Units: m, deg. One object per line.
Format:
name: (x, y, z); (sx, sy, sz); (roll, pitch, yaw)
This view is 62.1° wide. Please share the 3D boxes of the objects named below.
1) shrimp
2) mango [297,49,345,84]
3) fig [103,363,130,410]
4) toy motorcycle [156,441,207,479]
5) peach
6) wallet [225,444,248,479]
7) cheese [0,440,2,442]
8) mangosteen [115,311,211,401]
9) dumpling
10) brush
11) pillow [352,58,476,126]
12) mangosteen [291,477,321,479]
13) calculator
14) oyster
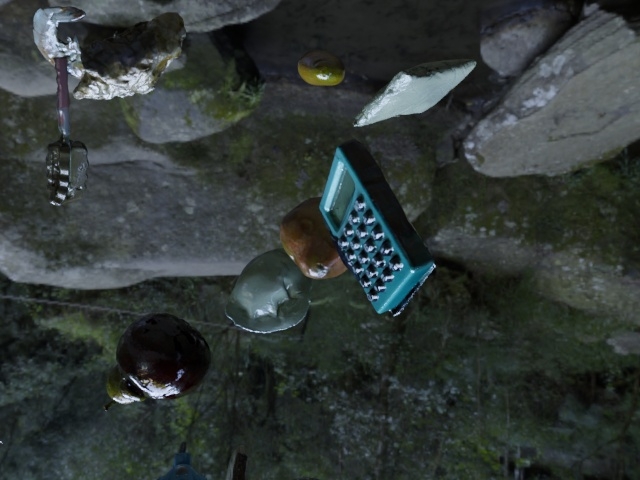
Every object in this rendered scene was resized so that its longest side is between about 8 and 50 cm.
shrimp: (-0.663, -0.563, 1.505); (0.361, 0.085, 0.247); (-3, 146, 26)
mango: (0.006, -0.500, 1.551); (0.136, 0.099, 0.227); (2, -157, -12)
fig: (-0.682, 0.520, 1.878); (0.142, 0.147, 0.186); (19, 139, 6)
toy motorcycle: (-0.345, 0.650, 1.299); (0.124, 0.271, 0.182); (4, -176, -14)
peach: (0.000, 0.000, 1.375); (0.215, 0.214, 0.235); (-1, -147, -9)
wallet: (-0.182, 0.606, 1.137); (0.068, 0.335, 0.275); (7, 166, -10)
cheese: (-0.931, 0.452, 1.396); (0.155, 0.244, 0.062); (-23, -156, 51)
mangosteen: (-0.366, 0.270, 1.204); (0.216, 0.215, 0.216); (-1, 177, 0)
dumpling: (-0.182, 0.171, 1.966); (0.270, 0.320, 0.212); (32, -176, -23)
brush: (-0.513, -0.215, 1.071); (0.071, 0.300, 0.084); (14, -156, 7)
pillow: (0.263, -0.425, 1.514); (0.281, 0.076, 0.274); (-19, 173, -29)
mangosteen: (-0.038, 0.798, 1.404); (0.301, 0.300, 0.300); (-1, 177, 0)
calculator: (0.081, -0.011, 0.926); (0.058, 0.274, 0.248); (-21, 160, -17)
oyster: (-0.493, -0.453, 1.342); (0.342, 0.166, 0.110); (-17, -176, 5)
